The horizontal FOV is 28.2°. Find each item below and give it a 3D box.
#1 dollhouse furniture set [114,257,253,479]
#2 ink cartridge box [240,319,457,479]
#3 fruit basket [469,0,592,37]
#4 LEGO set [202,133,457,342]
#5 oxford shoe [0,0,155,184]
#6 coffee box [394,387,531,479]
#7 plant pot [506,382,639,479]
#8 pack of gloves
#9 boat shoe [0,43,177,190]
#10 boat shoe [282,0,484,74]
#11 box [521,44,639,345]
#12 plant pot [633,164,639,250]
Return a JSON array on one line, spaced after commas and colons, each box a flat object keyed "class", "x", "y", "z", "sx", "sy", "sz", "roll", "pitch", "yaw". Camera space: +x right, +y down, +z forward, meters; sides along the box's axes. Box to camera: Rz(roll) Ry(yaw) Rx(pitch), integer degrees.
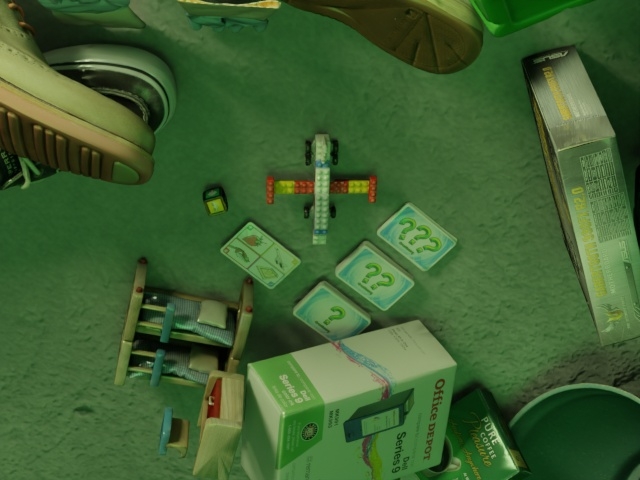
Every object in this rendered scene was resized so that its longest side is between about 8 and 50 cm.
[{"class": "dollhouse furniture set", "x": -0.143, "y": 0.129, "z": 1.320, "sx": 0.129, "sy": 0.184, "sz": 0.129, "roll": 10, "pitch": 123, "yaw": -9}, {"class": "ink cartridge box", "x": 0.030, "y": 0.190, "z": 1.378, "sx": 0.212, "sy": 0.093, "sz": 0.154, "roll": -14, "pitch": 129, "yaw": -26}, {"class": "fruit basket", "x": 0.199, "y": -0.395, "z": 0.984, "sx": 0.392, "sy": 0.283, "sz": 0.392, "roll": -2, "pitch": 83, "yaw": 14}, {"class": "LEGO set", "x": 0.000, "y": 0.000, "z": 1.318, "sx": 0.244, "sy": 0.060, "sz": 0.182, "roll": 39, "pitch": 111, "yaw": -24}, {"class": "oxford shoe", "x": -0.298, "y": -0.186, "z": 1.086, "sx": 0.397, "sy": 0.146, "sz": 0.140, "roll": 31, "pitch": 162, "yaw": -6}, {"class": "coffee box", "x": 0.141, "y": 0.265, "z": 1.465, "sx": 0.184, "sy": 0.113, "sz": 0.040, "roll": -38, "pitch": 147, "yaw": 20}, {"class": "plant pot", "x": 0.353, "y": 0.315, "z": 1.431, "sx": 0.196, "sy": 0.293, "sz": 0.293, "roll": 12, "pitch": 127, "yaw": -42}, {"class": "pack of gloves", "x": -0.137, "y": -0.212, "z": 1.091, "sx": 0.195, "sy": 0.232, "sz": 0.046, "roll": 2, "pitch": 94, "yaw": -5}, {"class": "boat shoe", "x": -0.298, "y": -0.091, "z": 1.205, "sx": 0.335, "sy": 0.119, "sz": 0.121, "roll": -13, "pitch": 123, "yaw": 7}, {"class": "boat shoe", "x": 0.025, "y": -0.254, "z": 1.140, "sx": 0.285, "sy": 0.089, "sz": 0.104, "roll": 32, "pitch": 143, "yaw": -18}, {"class": "box", "x": 0.255, "y": -0.044, "z": 1.221, "sx": 0.056, "sy": 0.183, "sz": 0.231, "roll": -15, "pitch": 124, "yaw": 8}, {"class": "plant pot", "x": 0.473, "y": -0.078, "z": 1.138, "sx": 0.334, "sy": 0.341, "sz": 0.341, "roll": 7, "pitch": 124, "yaw": 2}]
